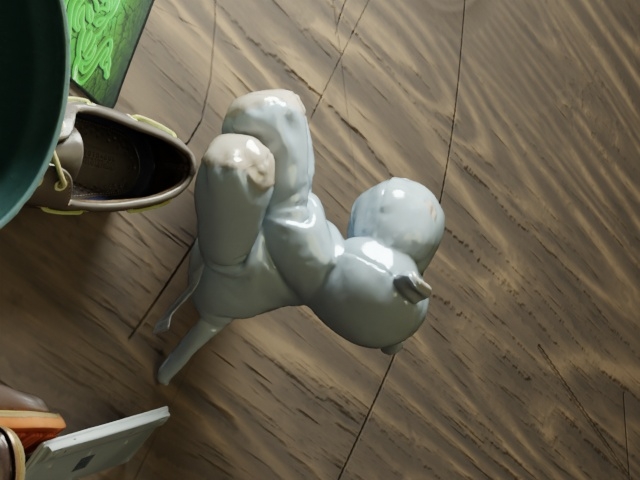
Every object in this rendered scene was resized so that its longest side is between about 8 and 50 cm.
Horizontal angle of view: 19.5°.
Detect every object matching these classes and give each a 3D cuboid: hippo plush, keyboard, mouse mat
[{"bbox_3d":[0.000,0.000,1.796,0.234,0.236,0.294,96,14,-60],"label":"hippo plush"},{"bbox_3d":[-0.209,0.192,1.674,0.072,0.014,0.256,-46,167,15],"label":"keyboard"},{"bbox_3d":[-0.210,-0.236,1.745,0.152,0.007,0.190,43,58,-48],"label":"mouse mat"}]

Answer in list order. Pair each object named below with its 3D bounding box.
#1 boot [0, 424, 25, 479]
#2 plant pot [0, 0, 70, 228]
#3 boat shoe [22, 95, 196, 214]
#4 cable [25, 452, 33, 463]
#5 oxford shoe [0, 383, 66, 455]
[{"bbox_3d":[-0.341,0.221,1.350,0.248,0.090,0.207,-57,141,-3],"label":"boot"},{"bbox_3d":[-0.356,-0.138,1.373,0.293,0.196,0.293,-5,96,-56],"label":"plant pot"},{"bbox_3d":[-0.240,-0.077,1.629,0.324,0.096,0.117,8,86,-55],"label":"boat shoe"},{"bbox_3d":[-0.309,0.271,1.600,0.139,0.072,0.287,62,34,-38],"label":"cable"},{"bbox_3d":[-0.324,0.121,1.498,0.133,0.130,0.363,65,14,17],"label":"oxford shoe"}]
